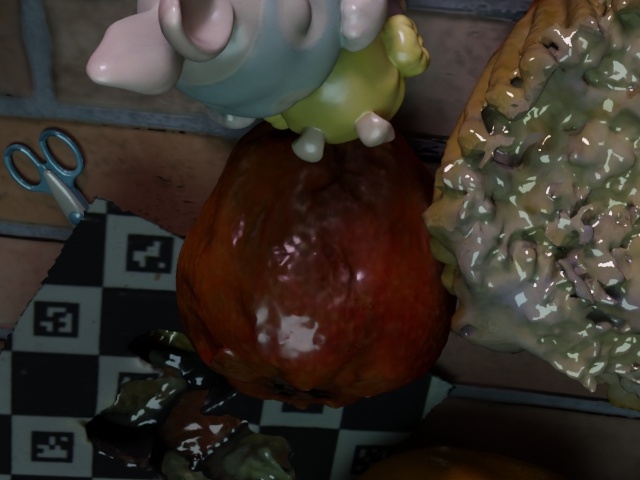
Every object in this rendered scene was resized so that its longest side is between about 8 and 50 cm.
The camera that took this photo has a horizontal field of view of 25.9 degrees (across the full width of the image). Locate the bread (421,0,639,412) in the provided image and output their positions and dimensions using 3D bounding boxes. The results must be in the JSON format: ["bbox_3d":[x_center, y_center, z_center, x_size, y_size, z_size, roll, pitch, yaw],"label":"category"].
[{"bbox_3d":[0.198,-0.027,0.765,0.274,0.149,0.274,5,124,7],"label":"bread"}]

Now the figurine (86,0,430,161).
[{"bbox_3d":[-0.027,-0.109,0.703,0.127,0.235,0.155,-17,121,24],"label":"figurine"}]

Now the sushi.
[{"bbox_3d":[-0.103,0.118,0.994,0.292,0.059,0.294,27,120,-23],"label":"sushi"}]

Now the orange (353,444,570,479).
[{"bbox_3d":[0.099,0.253,0.980,0.249,0.183,0.249,4,119,7],"label":"orange"}]

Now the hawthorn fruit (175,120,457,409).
[{"bbox_3d":[-0.005,0.014,0.834,0.173,0.173,0.179,-28,80,29],"label":"hawthorn fruit"}]

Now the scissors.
[{"bbox_3d":[-0.164,-0.021,0.941,0.058,0.014,0.119,-20,116,26],"label":"scissors"}]
